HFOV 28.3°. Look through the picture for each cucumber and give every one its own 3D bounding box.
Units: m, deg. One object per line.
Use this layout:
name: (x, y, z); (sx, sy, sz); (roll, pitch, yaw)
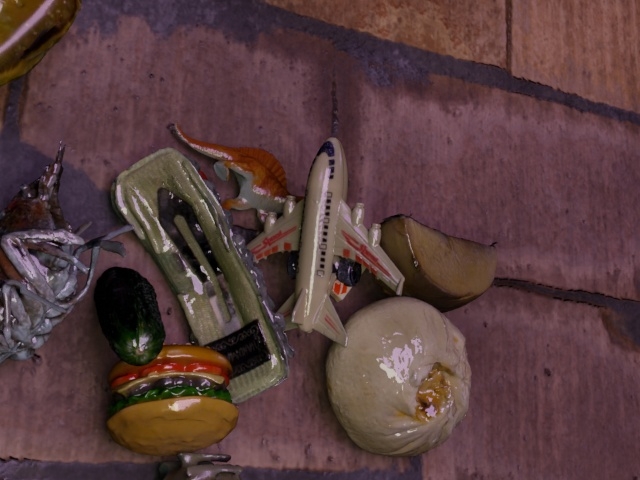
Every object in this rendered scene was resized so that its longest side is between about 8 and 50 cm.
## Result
cucumber: (-0.219, 0.087, 1.450); (0.074, 0.241, 0.075); (-3, 102, -12)

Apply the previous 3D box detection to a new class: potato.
potato: (0.130, 0.042, 1.686); (0.243, 0.138, 0.098); (17, 64, -49)

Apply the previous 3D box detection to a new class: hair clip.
hair clip: (-0.135, 0.038, 1.569); (0.321, 0.138, 0.091); (64, 19, 3)

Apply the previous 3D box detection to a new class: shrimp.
shrimp: (-0.338, 0.089, 1.404); (0.166, 0.221, 0.411); (27, 79, 9)

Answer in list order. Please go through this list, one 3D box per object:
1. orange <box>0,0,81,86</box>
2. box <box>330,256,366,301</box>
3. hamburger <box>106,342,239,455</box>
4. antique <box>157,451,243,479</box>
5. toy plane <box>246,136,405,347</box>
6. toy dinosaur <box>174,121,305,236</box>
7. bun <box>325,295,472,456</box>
orange: (-0.456, -0.282, 1.429); (0.368, 0.210, 0.271); (-9, 81, -34)
box: (0.030, 0.032, 1.720); (0.058, 0.015, 0.093); (46, 57, -11)
hamburger: (-0.174, 0.185, 1.471); (0.162, 0.162, 0.115); (6, 62, -28)
antique: (-0.137, 0.386, 1.440); (0.150, 0.125, 0.284); (9, 70, -28)
toy plane: (0.000, 0.000, 1.596); (0.104, 0.241, 0.256); (38, 62, -61)
toy dinosaur: (-0.086, -0.089, 1.671); (0.142, 0.057, 0.212); (-29, 91, -44)
bun: (0.113, 0.182, 1.617); (0.222, 0.127, 0.222); (-5, 103, -22)
